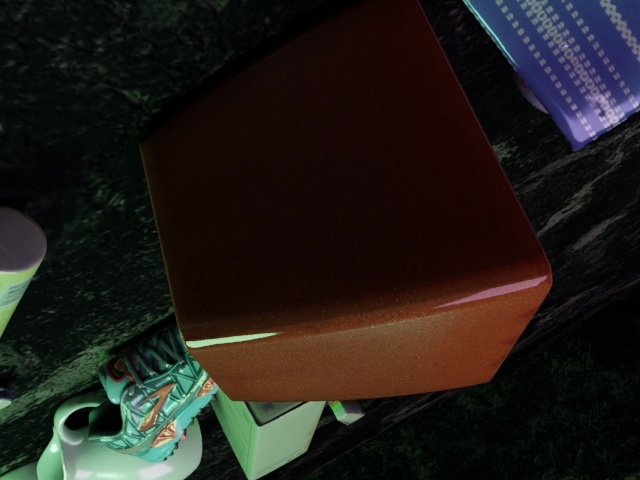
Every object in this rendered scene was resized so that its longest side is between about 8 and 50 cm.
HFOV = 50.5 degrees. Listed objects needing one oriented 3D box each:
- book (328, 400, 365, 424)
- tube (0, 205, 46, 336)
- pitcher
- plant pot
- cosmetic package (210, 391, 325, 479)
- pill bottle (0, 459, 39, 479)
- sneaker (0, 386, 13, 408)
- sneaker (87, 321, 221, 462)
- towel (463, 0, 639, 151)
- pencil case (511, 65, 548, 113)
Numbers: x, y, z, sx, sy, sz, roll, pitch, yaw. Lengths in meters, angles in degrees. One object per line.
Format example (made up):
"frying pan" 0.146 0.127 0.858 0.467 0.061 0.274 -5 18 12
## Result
"book" 0.015 0.237 1.146 0.035 0.144 0.096 -34 155 5
"tube" -0.298 0.062 0.565 0.070 0.062 0.240 32 130 -15
"pitcher" -0.269 0.275 0.938 0.207 0.125 0.177 1 126 -33
"plant pot" 0.000 0.000 0.568 0.236 0.267 0.267 -18 154 -4
"cosmetic package" -0.086 0.228 0.997 0.113 0.160 0.309 -23 156 -21
"pill bottle" -0.375 0.464 0.959 0.162 0.278 0.162 -26 155 -13
"sneaker" -0.388 0.201 0.713 0.135 0.058 0.052 -25 155 -17
"sneaker" -0.196 0.165 0.808 0.125 0.104 0.261 20 112 -31
"towel" 0.233 -0.250 0.421 0.336 0.243 0.040 -38 -164 16
"pencil case" 0.253 -0.225 0.575 0.114 0.124 0.273 -25 156 -15
